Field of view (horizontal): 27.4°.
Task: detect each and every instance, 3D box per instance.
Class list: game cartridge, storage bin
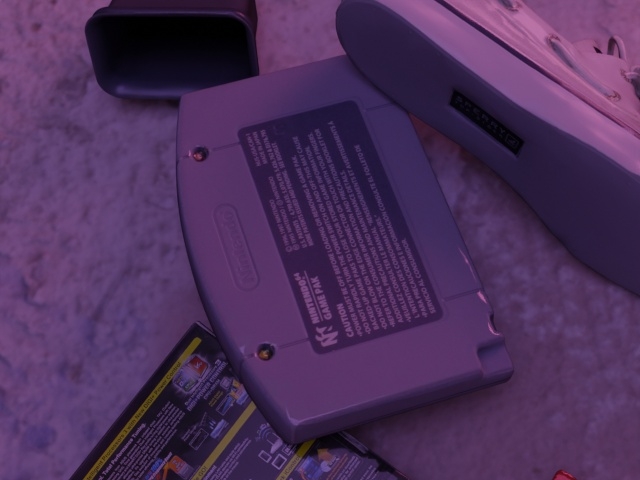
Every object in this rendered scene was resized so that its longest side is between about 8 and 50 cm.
[{"bbox_3d":[0.000,0.000,0.980,0.196,0.060,0.294,-13,61,-13],"label":"game cartridge"},{"bbox_3d":[-0.110,-0.170,1.074,0.135,0.098,0.091,2,44,9],"label":"storage bin"}]

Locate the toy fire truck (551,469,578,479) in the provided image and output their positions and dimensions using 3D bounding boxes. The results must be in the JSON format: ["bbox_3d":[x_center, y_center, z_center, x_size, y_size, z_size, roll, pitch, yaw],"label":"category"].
[{"bbox_3d":[0.195,0.232,0.913,0.135,0.047,0.192,32,79,15],"label":"toy fire truck"}]

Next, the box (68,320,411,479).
[{"bbox_3d":[-0.086,0.227,0.946,0.216,0.060,0.270,34,79,17],"label":"box"}]

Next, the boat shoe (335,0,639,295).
[{"bbox_3d":[0.195,-0.104,0.986,0.367,0.136,0.156,38,64,11],"label":"boat shoe"}]
